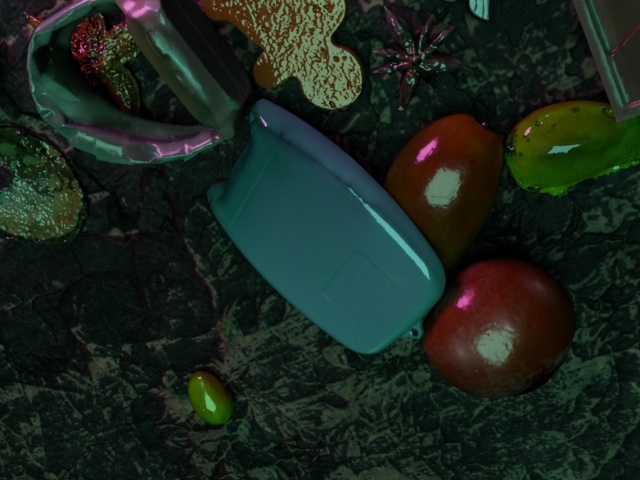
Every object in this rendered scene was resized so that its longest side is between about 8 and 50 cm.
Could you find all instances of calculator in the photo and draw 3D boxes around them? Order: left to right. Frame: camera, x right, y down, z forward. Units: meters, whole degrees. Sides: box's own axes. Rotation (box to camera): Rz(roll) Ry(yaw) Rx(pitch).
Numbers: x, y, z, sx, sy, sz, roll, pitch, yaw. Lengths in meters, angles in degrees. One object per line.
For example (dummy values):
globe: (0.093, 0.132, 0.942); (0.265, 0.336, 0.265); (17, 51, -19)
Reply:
calculator: (0.000, 0.000, 0.856); (0.386, 0.054, 0.256); (43, 130, 7)

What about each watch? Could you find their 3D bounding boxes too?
watch: (-0.250, -0.206, 0.808); (0.241, 0.161, 0.253); (-31, 110, 17)

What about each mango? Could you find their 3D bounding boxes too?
mango: (-0.205, 0.290, 1.120); (0.073, 0.056, 0.108); (-22, 97, 17)
mango: (0.152, -0.038, 0.842); (0.146, 0.129, 0.289); (19, 126, 6)
mango: (0.326, -0.124, 0.776); (0.179, 0.100, 0.119); (-8, 150, 7)

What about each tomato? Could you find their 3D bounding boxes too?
tomato: (0.250, 0.123, 0.848); (0.184, 0.208, 0.208); (35, 119, 12)

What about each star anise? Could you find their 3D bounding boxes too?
star anise: (0.116, -0.246, 0.783); (0.124, 0.056, 0.129); (-26, 108, 23)

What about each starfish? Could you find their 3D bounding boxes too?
starfish: (-0.323, -0.273, 0.880); (0.240, 0.043, 0.227); (-38, 105, 20)

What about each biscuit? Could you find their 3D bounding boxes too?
biscuit: (-0.037, -0.280, 0.814); (0.250, 0.036, 0.165); (46, 117, -7)

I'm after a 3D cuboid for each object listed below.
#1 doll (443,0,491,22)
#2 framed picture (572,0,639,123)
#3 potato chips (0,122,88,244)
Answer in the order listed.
doll: (0.128, -0.341, 0.730); (0.220, 0.067, 0.091); (21, 114, 0)
framed picture: (0.448, -0.338, 0.558); (0.446, 0.028, 0.326); (-17, 98, 41)
potato chips: (-0.491, -0.091, 1.016); (0.202, 0.029, 0.219); (-1, 118, 12)
